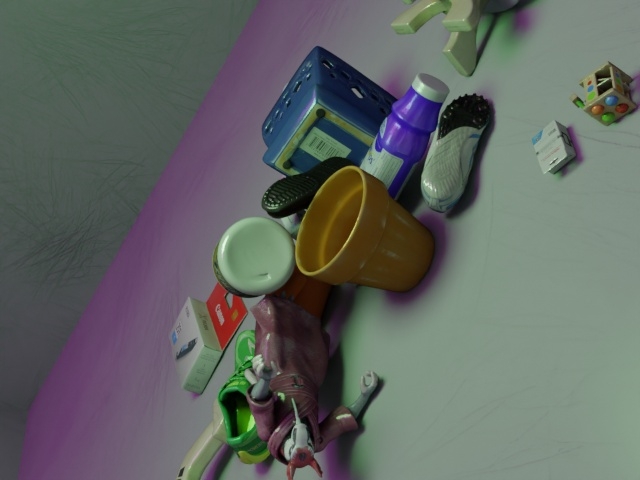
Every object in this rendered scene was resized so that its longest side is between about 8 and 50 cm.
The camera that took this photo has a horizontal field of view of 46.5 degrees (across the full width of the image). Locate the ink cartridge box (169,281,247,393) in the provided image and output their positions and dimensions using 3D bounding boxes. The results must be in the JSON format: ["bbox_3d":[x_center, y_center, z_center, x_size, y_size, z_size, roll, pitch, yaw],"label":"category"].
[{"bbox_3d":[-0.315,0.229,2.027,0.261,0.066,0.296,-61,26,11],"label":"ink cartridge box"}]

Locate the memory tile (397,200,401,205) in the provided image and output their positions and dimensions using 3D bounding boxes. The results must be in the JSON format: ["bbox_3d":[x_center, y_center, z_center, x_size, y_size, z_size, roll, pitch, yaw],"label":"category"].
[{"bbox_3d":[0.124,-0.081,1.526,0.113,0.012,0.148,-43,33,38],"label":"memory tile"}]

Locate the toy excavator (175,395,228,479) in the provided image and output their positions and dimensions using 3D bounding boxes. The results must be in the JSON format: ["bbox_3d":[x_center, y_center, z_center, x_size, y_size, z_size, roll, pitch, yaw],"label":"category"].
[{"bbox_3d":[-0.318,0.584,1.574,0.433,0.222,0.445,-44,23,35],"label":"toy excavator"}]

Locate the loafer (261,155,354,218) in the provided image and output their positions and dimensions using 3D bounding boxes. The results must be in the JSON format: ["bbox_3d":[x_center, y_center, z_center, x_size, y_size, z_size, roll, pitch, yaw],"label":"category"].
[{"bbox_3d":[-0.016,-0.086,1.414,0.080,0.220,0.078,30,136,39],"label":"loafer"}]

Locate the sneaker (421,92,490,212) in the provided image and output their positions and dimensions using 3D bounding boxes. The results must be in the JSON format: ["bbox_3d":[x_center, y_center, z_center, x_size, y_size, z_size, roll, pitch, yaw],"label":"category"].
[{"bbox_3d":[0.234,-0.157,1.311,0.086,0.085,0.237,84,-152,-66],"label":"sneaker"}]

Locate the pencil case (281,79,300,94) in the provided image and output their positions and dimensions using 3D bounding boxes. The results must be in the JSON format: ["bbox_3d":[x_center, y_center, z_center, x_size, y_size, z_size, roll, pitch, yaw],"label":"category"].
[{"bbox_3d":[-0.044,-0.313,1.946,0.273,0.114,0.124,-96,29,-48],"label":"pencil case"}]

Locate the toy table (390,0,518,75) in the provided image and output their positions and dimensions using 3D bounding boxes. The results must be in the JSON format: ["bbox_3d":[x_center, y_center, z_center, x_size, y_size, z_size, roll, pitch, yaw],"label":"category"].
[{"bbox_3d":[0.248,-0.454,1.398,0.161,0.252,0.274,-49,16,-6],"label":"toy table"}]

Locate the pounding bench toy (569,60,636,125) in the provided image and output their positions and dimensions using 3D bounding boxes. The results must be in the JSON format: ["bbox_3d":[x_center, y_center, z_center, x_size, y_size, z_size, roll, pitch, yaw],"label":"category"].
[{"bbox_3d":[0.395,-0.197,1.059,0.083,0.052,0.065,-36,38,46],"label":"pounding bench toy"}]

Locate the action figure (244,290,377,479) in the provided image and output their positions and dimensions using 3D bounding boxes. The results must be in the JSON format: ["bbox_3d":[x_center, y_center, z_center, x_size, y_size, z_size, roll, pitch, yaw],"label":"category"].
[{"bbox_3d":[-0.067,0.272,1.297,0.275,0.248,0.370,-51,26,29],"label":"action figure"}]

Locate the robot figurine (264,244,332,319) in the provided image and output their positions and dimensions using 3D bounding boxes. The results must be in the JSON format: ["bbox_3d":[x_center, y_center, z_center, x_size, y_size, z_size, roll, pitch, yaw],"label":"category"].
[{"bbox_3d":[-0.052,0.120,1.543,0.158,0.128,0.219,-4,64,62],"label":"robot figurine"}]

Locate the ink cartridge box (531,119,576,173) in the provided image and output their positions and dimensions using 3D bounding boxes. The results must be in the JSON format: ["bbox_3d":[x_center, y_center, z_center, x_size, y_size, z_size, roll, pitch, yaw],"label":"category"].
[{"bbox_3d":[0.351,-0.134,1.115,0.048,0.028,0.083,-44,31,37],"label":"ink cartridge box"}]

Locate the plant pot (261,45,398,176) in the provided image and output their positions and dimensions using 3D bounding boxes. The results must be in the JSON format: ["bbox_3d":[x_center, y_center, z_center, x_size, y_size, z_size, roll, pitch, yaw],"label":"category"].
[{"bbox_3d":[0.019,-0.225,1.561,0.236,0.236,0.212,-51,18,28],"label":"plant pot"}]

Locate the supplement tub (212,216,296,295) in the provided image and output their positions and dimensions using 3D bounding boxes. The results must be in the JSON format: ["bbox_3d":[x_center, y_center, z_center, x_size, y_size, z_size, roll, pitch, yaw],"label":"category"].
[{"bbox_3d":[-0.131,0.037,1.424,0.200,0.144,0.144,150,141,-76],"label":"supplement tub"}]

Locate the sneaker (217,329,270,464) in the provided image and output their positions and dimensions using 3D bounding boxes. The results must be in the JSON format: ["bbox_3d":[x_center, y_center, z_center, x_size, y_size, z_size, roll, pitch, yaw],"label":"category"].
[{"bbox_3d":[-0.143,0.304,1.533,0.109,0.123,0.295,-17,50,16],"label":"sneaker"}]

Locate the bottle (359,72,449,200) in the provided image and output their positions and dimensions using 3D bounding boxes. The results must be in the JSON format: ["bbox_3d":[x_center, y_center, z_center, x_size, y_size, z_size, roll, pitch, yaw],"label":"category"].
[{"bbox_3d":[0.144,-0.173,1.385,0.118,0.092,0.282,-80,15,-55],"label":"bottle"}]

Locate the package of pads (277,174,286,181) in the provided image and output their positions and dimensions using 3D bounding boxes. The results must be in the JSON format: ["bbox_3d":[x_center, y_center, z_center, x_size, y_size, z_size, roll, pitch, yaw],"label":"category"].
[{"bbox_3d":[-0.093,-0.139,1.974,0.050,0.032,0.083,-56,26,22],"label":"package of pads"}]

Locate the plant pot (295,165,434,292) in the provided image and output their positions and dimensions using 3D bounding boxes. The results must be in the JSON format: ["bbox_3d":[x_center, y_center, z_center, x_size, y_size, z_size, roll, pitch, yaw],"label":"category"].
[{"bbox_3d":[0.089,0.000,1.311,0.205,0.188,0.205,-43,33,38],"label":"plant pot"}]

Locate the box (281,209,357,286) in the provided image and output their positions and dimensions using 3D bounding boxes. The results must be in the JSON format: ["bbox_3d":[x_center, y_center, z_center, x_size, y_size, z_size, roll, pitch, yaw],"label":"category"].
[{"bbox_3d":[0.000,0.000,1.482,0.038,0.186,0.145,-46,29,8],"label":"box"}]
